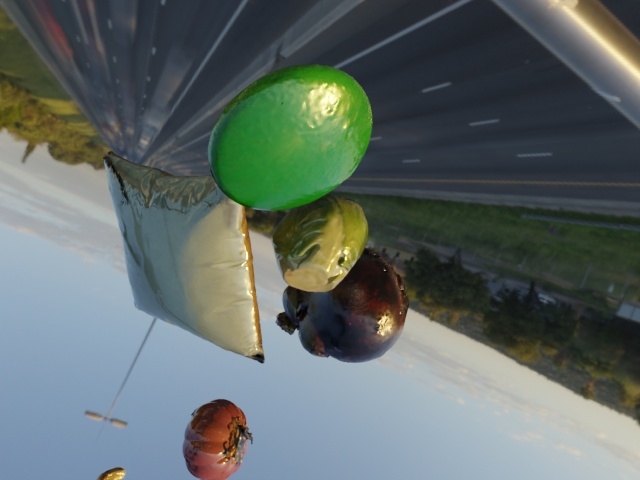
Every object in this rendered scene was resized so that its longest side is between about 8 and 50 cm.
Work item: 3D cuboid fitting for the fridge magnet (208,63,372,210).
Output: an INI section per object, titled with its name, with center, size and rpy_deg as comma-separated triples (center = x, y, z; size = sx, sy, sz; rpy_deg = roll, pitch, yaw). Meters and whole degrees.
[fridge magnet]
center = -0.035, -0.119, 0.581
size = 0.208, 0.208, 0.088
rpy_deg = 27, -152, -53

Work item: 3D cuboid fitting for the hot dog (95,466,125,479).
[hot dog]
center = -0.434, 0.486, 0.963
size = 0.030, 0.034, 0.090
rpy_deg = -9, -158, 37

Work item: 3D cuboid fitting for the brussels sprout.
[brussels sprout]
center = 0.000, -0.004, 0.805
size = 0.161, 0.181, 0.144
rpy_deg = -5, 134, 3

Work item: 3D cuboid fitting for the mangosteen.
[mangosteen]
center = 0.082, 0.212, 1.581
size = 0.421, 0.381, 0.381
rpy_deg = -16, 152, 35

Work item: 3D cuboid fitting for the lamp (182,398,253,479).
[lamp]
center = -0.231, 0.460, 1.109
size = 0.140, 0.182, 0.182
rpy_deg = -4, 165, 24

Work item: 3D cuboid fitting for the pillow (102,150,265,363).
[pillow]
center = -0.222, 0.023, 0.777
size = 0.312, 0.310, 0.119
rpy_deg = 13, -155, 33
